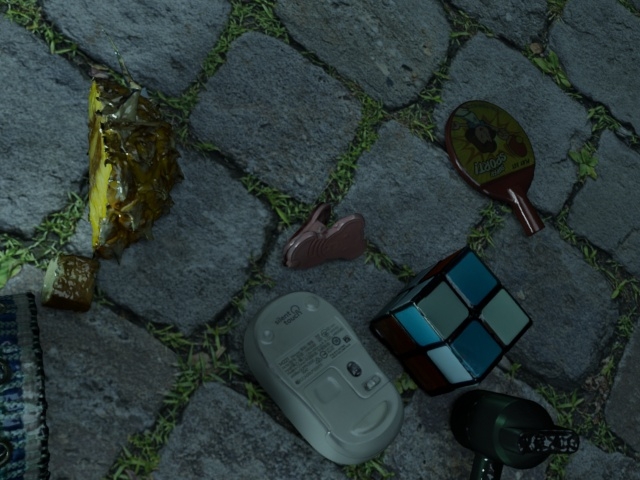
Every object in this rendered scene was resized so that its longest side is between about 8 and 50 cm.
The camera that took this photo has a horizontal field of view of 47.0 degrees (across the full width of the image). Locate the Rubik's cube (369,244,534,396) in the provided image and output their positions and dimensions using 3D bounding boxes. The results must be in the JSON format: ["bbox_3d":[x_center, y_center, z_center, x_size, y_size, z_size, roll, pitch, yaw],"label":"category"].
[{"bbox_3d":[0.223,0.144,1.280,0.183,0.180,0.167,48,62,1],"label":"Rubik's cube"}]

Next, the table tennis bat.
[{"bbox_3d":[0.370,-0.152,1.522,0.200,0.038,0.310,-22,78,-25],"label":"table tennis bat"}]

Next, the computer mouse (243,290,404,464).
[{"bbox_3d":[0.006,0.225,1.203,0.184,0.121,0.297,-39,76,-26],"label":"computer mouse"}]

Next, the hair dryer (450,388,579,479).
[{"bbox_3d":[0.290,0.404,1.200,0.116,0.244,0.303,15,82,-10],"label":"hair dryer"}]

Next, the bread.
[{"bbox_3d":[-0.383,0.066,1.129,0.070,0.076,0.083,18,66,-28],"label":"bread"}]

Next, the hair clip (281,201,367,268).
[{"bbox_3d":[0.009,0.006,1.286,0.102,0.123,0.138,28,55,21],"label":"hair clip"}]

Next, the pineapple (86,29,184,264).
[{"bbox_3d":[-0.290,-0.142,1.185,0.161,0.158,0.335,3,71,-21],"label":"pineapple"}]

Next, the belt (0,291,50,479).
[{"bbox_3d":[-0.454,0.204,0.977,0.160,0.207,0.295,-4,73,-25],"label":"belt"}]
